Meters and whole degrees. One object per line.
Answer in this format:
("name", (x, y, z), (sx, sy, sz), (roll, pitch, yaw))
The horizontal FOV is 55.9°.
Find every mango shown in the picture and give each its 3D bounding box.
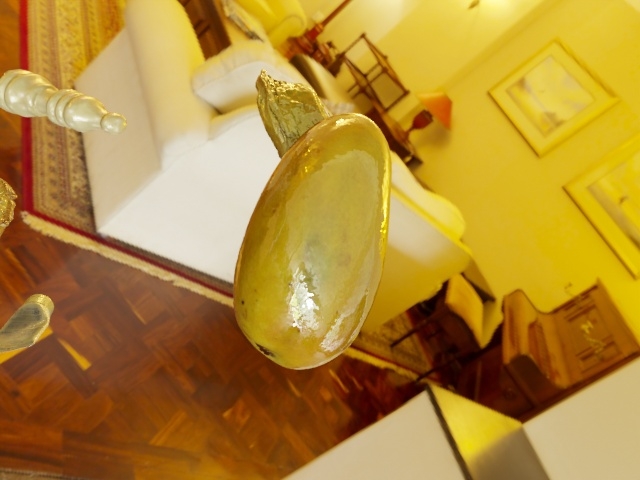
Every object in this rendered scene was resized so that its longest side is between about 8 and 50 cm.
("mango", (0.000, 0.000, 1.022), (0.232, 0.445, 0.300), (21, 5, 24))

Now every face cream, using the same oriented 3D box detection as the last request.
("face cream", (-0.704, 0.208, 1.436), (0.224, 0.114, 0.070), (-109, -171, -67))

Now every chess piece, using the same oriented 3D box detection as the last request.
("chess piece", (-0.623, -0.325, 1.485), (0.307, 0.124, 0.139), (20, -16, 13))

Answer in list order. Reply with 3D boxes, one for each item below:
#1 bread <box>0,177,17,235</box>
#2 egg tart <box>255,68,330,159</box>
("bread", (-0.880, -0.013, 1.394), (0.215, 0.398, 0.398), (35, 26, -38))
("egg tart", (-0.032, -0.230, 1.259), (0.295, 0.116, 0.295), (61, 13, -24))
